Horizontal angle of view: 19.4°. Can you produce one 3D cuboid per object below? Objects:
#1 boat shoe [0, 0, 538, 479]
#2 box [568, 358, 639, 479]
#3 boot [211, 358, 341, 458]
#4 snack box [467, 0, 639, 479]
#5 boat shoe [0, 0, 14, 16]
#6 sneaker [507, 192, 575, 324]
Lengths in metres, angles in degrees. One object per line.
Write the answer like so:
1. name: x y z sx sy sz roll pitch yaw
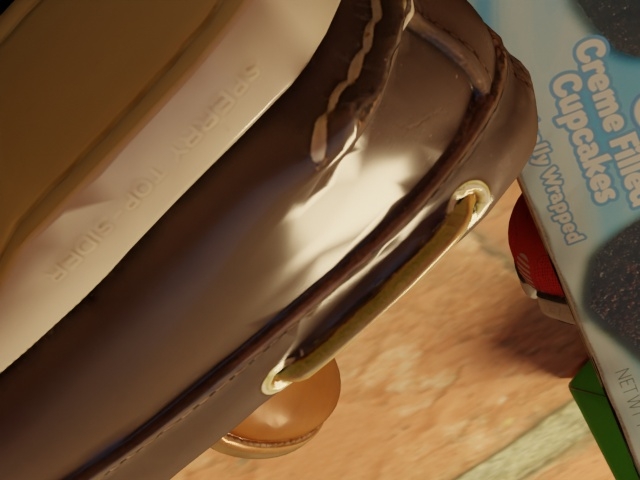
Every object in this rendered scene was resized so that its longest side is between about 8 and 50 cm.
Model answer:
1. boat shoe: -0.089 0.040 0.464 0.324 0.117 0.096 -41 127 21
2. box: 0.289 0.039 0.844 0.231 0.127 0.262 0 141 -35
3. boot: 0.000 0.000 0.644 0.152 0.073 0.197 -32 147 14
4. snack box: 0.162 -0.021 0.590 0.187 0.060 0.322 -23 120 6
5. boat shoe: -0.083 -0.055 0.506 0.068 0.081 0.228 4 133 -33
6. sneaker: 0.175 -0.076 0.651 0.279 0.107 0.118 -33 129 10
